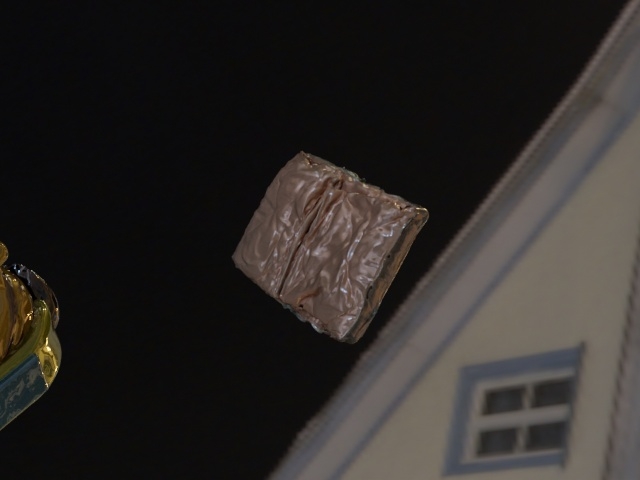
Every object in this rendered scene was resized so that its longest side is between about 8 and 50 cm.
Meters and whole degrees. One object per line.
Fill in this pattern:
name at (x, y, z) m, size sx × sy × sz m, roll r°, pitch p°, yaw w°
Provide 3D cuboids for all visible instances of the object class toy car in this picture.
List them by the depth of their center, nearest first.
toy car at (-0.295, 0.046, 1.160) m, size 0.200 × 0.247 × 0.142 m, roll -44°, pitch -46°, yaw -40°

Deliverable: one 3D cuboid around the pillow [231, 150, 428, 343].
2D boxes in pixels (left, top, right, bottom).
pillow at (0.000, 0.000, 1.427) m, size 0.043 × 0.232 × 0.126 m, roll 29°, pitch -89°, yaw -30°
